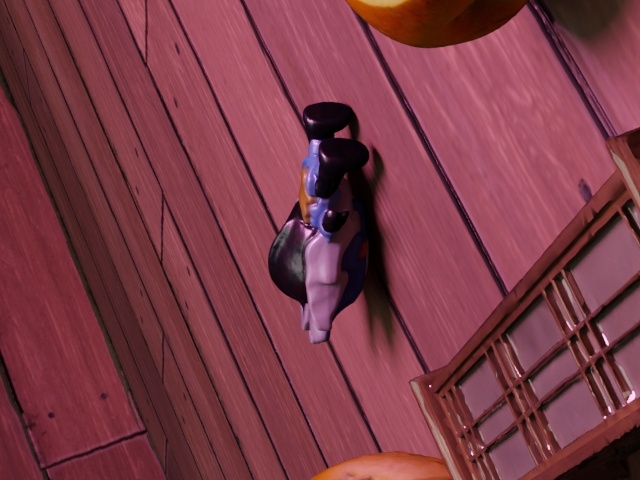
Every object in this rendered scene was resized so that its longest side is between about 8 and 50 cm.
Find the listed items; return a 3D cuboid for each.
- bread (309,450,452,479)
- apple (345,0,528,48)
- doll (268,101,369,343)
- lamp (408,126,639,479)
[{"bbox_3d":[0.108,0.288,0.800,0.328,0.148,0.337,-111,2,-61],"label":"bread"},{"bbox_3d":[0.053,-0.134,0.608,0.114,0.099,0.102,-21,95,49],"label":"apple"},{"bbox_3d":[0.000,0.000,1.005,0.096,0.070,0.195,-103,14,-46],"label":"doll"},{"bbox_3d":[0.121,0.044,0.603,0.325,0.089,0.090,114,134,-69],"label":"lamp"}]
